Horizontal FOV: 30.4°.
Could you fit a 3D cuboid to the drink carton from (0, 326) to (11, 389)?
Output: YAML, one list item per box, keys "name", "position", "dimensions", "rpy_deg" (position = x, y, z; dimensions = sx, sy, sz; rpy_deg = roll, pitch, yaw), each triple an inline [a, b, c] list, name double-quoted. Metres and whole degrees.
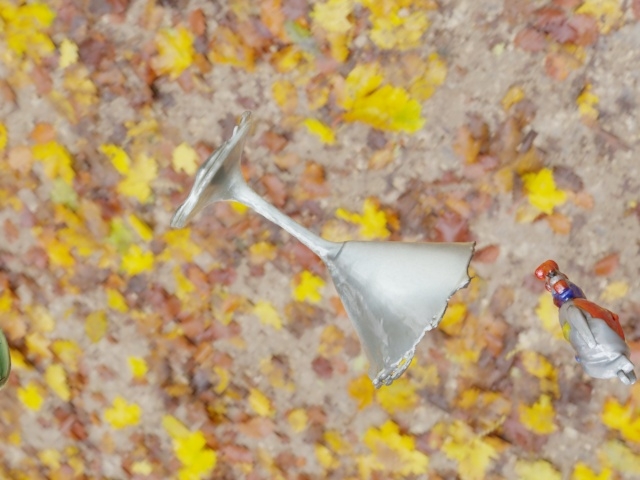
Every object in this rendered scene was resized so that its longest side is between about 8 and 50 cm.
- name: "drink carton"
  position: [-0.255, 0.083, 0.636]
  dimensions: [0.144, 0.146, 0.142]
  rpy_deg: [35, 102, -33]

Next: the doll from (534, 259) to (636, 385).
- name: "doll"
  position: [0.289, 0.091, 1.283]
  dimensions: [0.062, 0.195, 0.104]
  rpy_deg: [-24, 128, -2]

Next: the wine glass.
- name: "wine glass"
  position: [0.000, 0.000, 0.782]
  dimensions: [0.183, 0.122, 0.122]
  rpy_deg: [35, 130, -4]
